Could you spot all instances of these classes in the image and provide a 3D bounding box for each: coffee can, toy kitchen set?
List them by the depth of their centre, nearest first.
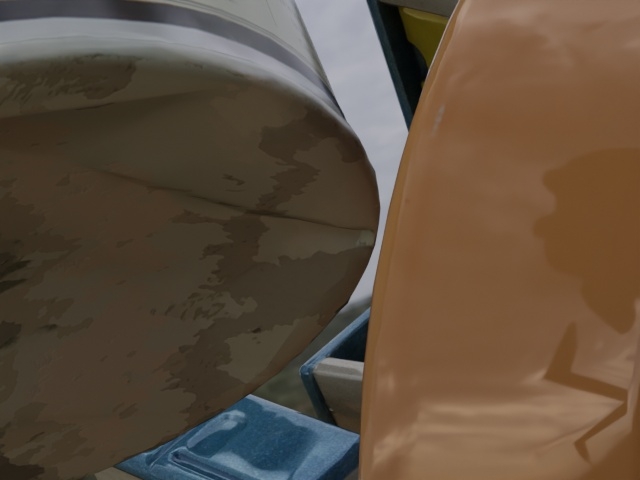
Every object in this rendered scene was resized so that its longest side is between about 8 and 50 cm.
[{"bbox_3d":[-0.122,-0.090,0.469,0.201,0.275,0.201,-16,-30,-9],"label":"coffee can"},{"bbox_3d":[0.000,0.000,0.662,0.122,0.166,0.207,12,42,46],"label":"toy kitchen set"}]

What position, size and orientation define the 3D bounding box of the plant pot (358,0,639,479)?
[{"bbox_3d":[0.172,0.045,0.391,0.203,0.291,0.291,3,9,35],"label":"plant pot"}]
